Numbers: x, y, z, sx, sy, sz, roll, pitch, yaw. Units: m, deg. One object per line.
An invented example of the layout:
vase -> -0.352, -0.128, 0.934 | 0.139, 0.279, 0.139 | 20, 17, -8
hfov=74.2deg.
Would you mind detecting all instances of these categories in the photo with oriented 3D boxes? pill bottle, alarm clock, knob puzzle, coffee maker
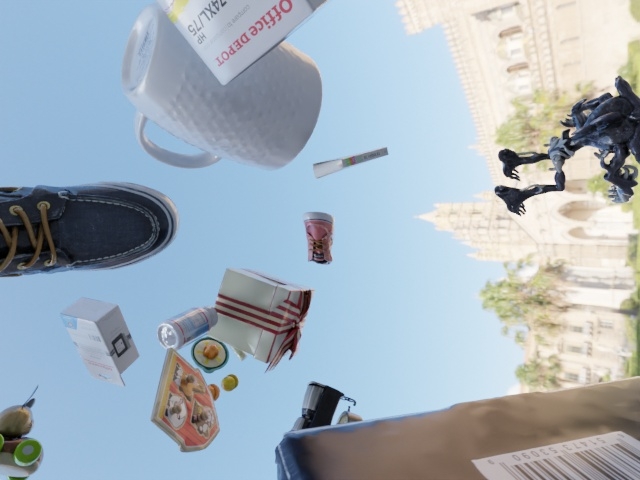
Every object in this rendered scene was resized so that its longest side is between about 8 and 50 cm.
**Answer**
pill bottle -> -0.357, 0.233, 1.156 | 0.160, 0.087, 0.087 | -22, -70, -61
alarm clock -> 0.076, 0.542, 1.136 | 0.192, 0.064, 0.129 | -86, 18, -83
knob puzzle -> -0.255, 0.335, 0.861 | 0.213, 0.030, 0.213 | 62, -172, -16
coffee maker -> 0.007, 0.571, 1.367 | 0.120, 0.172, 0.178 | 72, -148, -46

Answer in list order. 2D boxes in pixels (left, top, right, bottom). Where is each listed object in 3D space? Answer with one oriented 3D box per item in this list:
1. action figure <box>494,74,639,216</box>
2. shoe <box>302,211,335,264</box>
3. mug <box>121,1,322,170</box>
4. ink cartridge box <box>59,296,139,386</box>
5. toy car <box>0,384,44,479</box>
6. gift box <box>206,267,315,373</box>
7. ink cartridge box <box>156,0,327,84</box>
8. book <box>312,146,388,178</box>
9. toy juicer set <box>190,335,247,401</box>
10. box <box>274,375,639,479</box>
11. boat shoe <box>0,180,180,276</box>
action figure -> 0.422, -0.142, 0.668 | 0.141, 0.276, 0.163 | 12, -112, -31
shoe -> 0.000, 0.000, 0.886 | 0.178, 0.064, 0.081 | 61, -149, -74
mug -> -0.237, -0.288, 0.885 | 0.328, 0.374, 0.276 | 11, -131, -44
ink cartridge box -> -0.453, 0.213, 0.886 | 0.060, 0.104, 0.180 | -53, -37, -52
toy car -> -0.721, 0.454, 1.016 | 0.149, 0.155, 0.188 | 24, -144, -21
gift box -> -0.176, 0.237, 1.307 | 0.276, 0.258, 0.254 | 1, -74, -72
ink cartridge box -> -0.117, -0.405, 0.573 | 0.270, 0.198, 0.197 | 50, -135, -23
book -> 0.068, -0.174, 0.932 | 0.144, 0.096, 0.035 | -23, -78, -38
toy juicer set -> -0.354, 0.416, 1.471 | 0.089, 0.209, 0.329 | -59, -3, 33
box -> 0.223, 0.413, 0.345 | 0.481, 0.297, 0.470 | -2, -82, -16
boat shoe -> -0.189, -0.002, 0.267 | 0.184, 0.083, 0.065 | -3, -78, -8
